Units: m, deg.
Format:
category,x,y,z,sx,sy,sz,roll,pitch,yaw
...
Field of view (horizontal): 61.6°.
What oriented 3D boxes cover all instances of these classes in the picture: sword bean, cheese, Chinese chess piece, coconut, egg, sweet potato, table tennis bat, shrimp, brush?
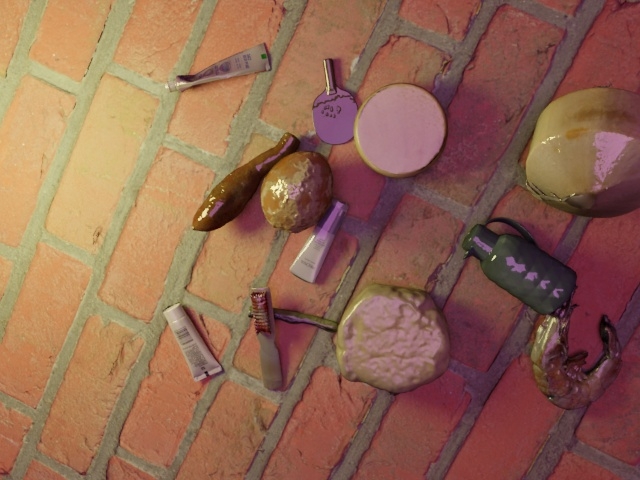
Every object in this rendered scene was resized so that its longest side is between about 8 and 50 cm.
category,x,y,z,sx,sy,sz,roll,pitch,yaw
sword bean,-0.080,0.227,1.558,0.270,0.038,0.043,10,109,7
cheese,0.196,0.277,1.489,0.326,0.115,0.318,-38,90,11
Chinese chess piece,0.213,-0.292,1.434,0.251,0.097,0.250,1,96,7
coconut,0.651,-0.196,1.275,0.323,0.323,0.322,1,96,8
egg,-0.060,-0.132,1.440,0.195,0.195,0.233,23,101,5
sweet potato,-0.212,-0.160,1.506,0.385,0.109,0.109,-44,89,-2
table tennis bat,0.037,-0.383,1.489,0.131,0.022,0.234,-6,97,9
shrimp,0.691,0.285,1.443,0.247,0.085,0.359,-4,99,-1
brush,-0.157,0.289,1.546,0.060,0.050,0.320,-4,106,6

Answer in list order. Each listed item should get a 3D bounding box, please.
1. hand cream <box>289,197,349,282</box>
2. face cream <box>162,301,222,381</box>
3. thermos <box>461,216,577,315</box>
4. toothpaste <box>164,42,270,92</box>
category,x,y,z,sx,sy,sz,roll,pitch,yaw
hand cream,0.000,0.000,1.517,0.080,0.048,0.255,28,100,3
face cream,-0.388,0.301,1.602,0.092,0.058,0.243,-25,98,4
thermos,0.518,0.051,1.412,0.287,0.145,0.182,36,67,4
toothpaste,-0.292,-0.474,1.510,0.301,0.048,0.075,-16,66,3
